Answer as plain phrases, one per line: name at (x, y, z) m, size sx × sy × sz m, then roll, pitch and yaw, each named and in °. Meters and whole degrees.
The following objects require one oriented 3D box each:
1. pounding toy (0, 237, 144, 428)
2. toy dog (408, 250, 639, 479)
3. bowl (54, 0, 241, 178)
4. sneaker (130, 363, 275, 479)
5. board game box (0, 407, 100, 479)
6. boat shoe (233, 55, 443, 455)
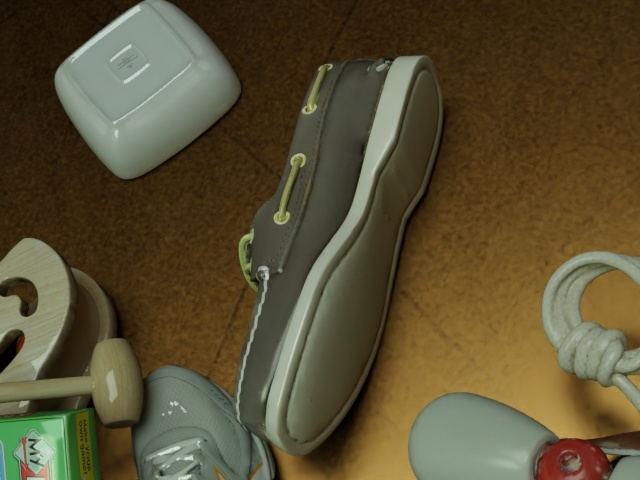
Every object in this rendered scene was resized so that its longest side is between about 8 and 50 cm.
pounding toy at (-0.255, 0.073, 0.897) m, size 0.269 × 0.155 × 0.154 m, roll -8°, pitch 64°, yaw 17°
toy dog at (0.226, 0.177, 0.725) m, size 0.220 × 0.161 × 0.334 m, roll -45°, pitch 45°, yaw -4°
bowl at (-0.154, -0.139, 1.032) m, size 0.142 × 0.053 × 0.142 m, roll -37°, pitch 60°, yaw -5°
sneaker at (-0.080, 0.189, 0.805) m, size 0.099 × 0.121 × 0.262 m, roll -25°, pitch 59°, yaw 5°
board game box at (-0.238, 0.276, 0.785) m, size 0.213 × 0.046 × 0.317 m, roll -6°, pitch 87°, yaw 14°
boat shoe at (0.000, 0.000, 0.881) m, size 0.097 × 0.116 × 0.324 m, roll 7°, pitch 63°, yaw 26°
